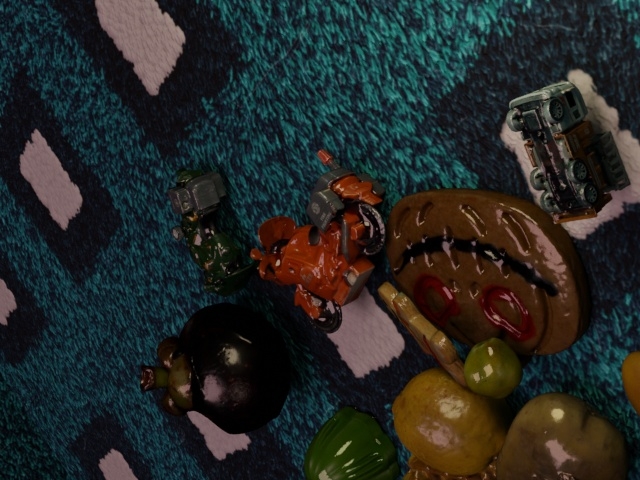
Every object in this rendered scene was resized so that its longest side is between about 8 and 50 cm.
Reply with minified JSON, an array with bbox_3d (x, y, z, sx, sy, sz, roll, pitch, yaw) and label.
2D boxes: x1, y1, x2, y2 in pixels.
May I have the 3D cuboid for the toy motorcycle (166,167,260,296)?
[{"bbox_3d":[-0.208,-0.006,2.240,0.187,0.125,0.274,13,125,56],"label":"toy motorcycle"}]

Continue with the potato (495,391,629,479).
[{"bbox_3d":[0.368,0.362,1.804,0.192,0.141,0.296,24,137,17],"label":"potato"}]

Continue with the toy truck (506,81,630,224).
[{"bbox_3d":[0.327,-0.124,1.528,0.080,0.115,0.177,-9,109,52],"label":"toy truck"}]

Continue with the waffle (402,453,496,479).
[{"bbox_3d":[0.272,0.448,2.053,0.301,0.058,0.281,29,135,33],"label":"waffle"}]

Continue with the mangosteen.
[{"bbox_3d":[-0.200,0.249,2.276,0.287,0.287,0.233,40,114,24],"label":"mangosteen"}]

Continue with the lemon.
[{"bbox_3d":[0.216,0.295,1.915,0.207,0.170,0.170,28,135,24],"label":"lemon"}]

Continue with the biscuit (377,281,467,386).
[{"bbox_3d":[0.161,0.145,1.879,0.234,0.030,0.153,46,171,45],"label":"biscuit"}]

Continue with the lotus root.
[{"bbox_3d":[0.033,0.433,2.229,0.186,0.186,0.186,29,135,34],"label":"lotus root"}]

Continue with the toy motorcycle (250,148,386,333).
[{"bbox_3d":[0.000,0.000,1.983,0.221,0.148,0.325,47,137,20],"label":"toy motorcycle"}]

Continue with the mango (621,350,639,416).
[{"bbox_3d":[0.512,0.234,1.575,0.253,0.113,0.138,43,146,32],"label":"mango"}]

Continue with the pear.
[{"bbox_3d":[0.263,0.191,1.774,0.092,0.092,0.097,25,126,37],"label":"pear"}]

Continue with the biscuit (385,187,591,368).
[{"bbox_3d":[0.249,0.068,1.805,0.367,0.063,0.314,7,119,46],"label":"biscuit"}]
